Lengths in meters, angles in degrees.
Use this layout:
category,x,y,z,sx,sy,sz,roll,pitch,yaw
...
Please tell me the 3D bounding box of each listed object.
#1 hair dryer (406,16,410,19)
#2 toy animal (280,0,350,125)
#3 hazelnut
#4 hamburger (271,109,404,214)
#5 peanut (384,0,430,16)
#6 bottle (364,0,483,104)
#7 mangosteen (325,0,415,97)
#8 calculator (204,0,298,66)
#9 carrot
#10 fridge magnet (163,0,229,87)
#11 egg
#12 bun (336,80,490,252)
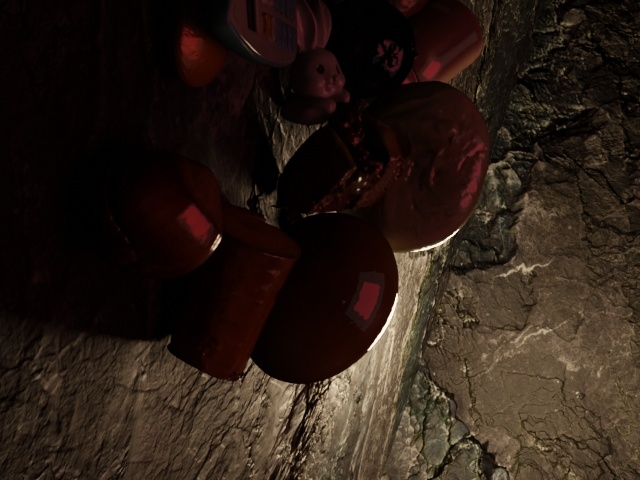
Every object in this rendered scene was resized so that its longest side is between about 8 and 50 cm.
category,x,y,z,sx,sy,sz,roll,pitch,yaw
hair dryer,0.222,-0.506,2.276,0.155,0.044,0.183,-57,161,-32
toy animal,-0.004,-0.321,1.653,0.104,0.131,0.220,-20,127,-40
hazelnut,-0.220,-0.040,1.239,0.182,0.182,0.182,18,90,-72
hamburger,0.030,-0.133,1.721,0.155,0.282,0.245,-3,114,-30
peanut,0.199,-0.562,2.068,0.226,0.095,0.108,-51,137,-40
bottle,0.217,-0.413,2.068,0.297,0.173,0.206,-40,172,-28
mangosteen,0.082,-0.377,1.797,0.230,0.194,0.194,-118,-143,-65
calculator,-0.092,-0.381,1.346,0.386,0.054,0.256,-17,104,-73
carrot,-0.162,0.085,1.549,0.254,0.196,0.196,-65,164,13
fridge magnet,-0.169,-0.285,1.302,0.143,0.063,0.143,16,90,-71
egg,-0.006,0.111,1.781,0.351,0.283,0.282,-58,165,13
bun,0.164,-0.162,1.870,0.213,0.361,0.361,23,84,-44
